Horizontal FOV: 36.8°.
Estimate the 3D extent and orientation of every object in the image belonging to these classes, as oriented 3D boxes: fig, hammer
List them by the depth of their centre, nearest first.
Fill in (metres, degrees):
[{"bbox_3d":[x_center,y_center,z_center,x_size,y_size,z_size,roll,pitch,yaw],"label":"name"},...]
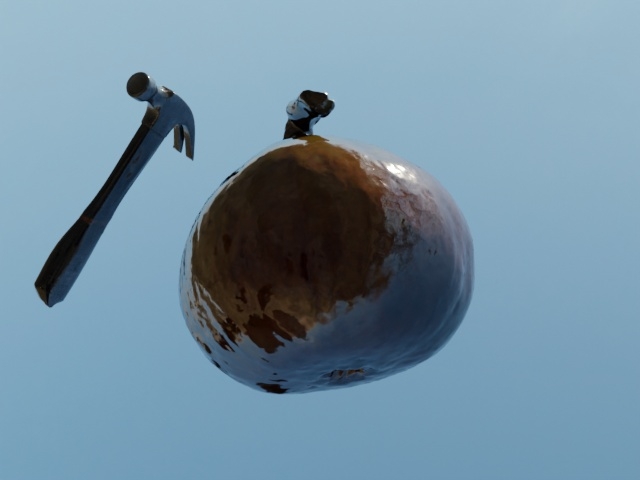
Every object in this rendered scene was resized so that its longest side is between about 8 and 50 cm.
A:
[{"bbox_3d":[0.004,0.018,0.761,0.235,0.235,0.214,-40,-138,16],"label":"fig"},{"bbox_3d":[-0.245,-0.049,1.134,0.037,0.137,0.290,33,-89,30],"label":"hammer"}]
